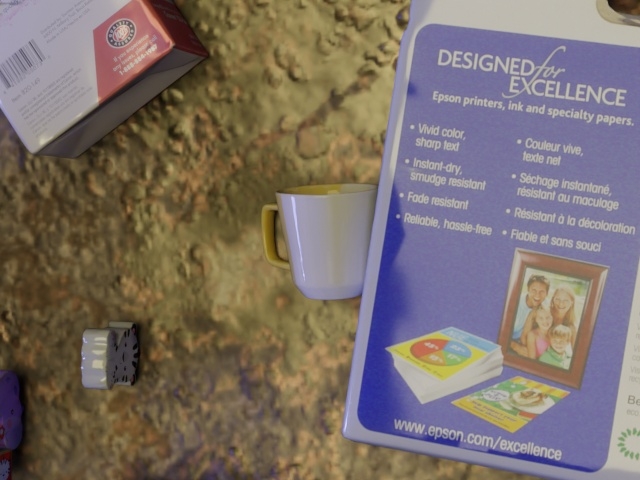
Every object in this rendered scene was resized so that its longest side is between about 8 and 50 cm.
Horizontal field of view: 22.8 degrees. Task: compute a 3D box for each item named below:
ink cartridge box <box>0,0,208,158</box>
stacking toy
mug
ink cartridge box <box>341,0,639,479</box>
[{"bbox_3d":[-0.175,-0.163,0.983,0.115,0.067,0.198,-35,82,13],"label":"ink cartridge box"},{"bbox_3d":[-0.204,0.147,1.002,0.167,0.052,0.221,4,93,17],"label":"stacking toy"},{"bbox_3d":[0.004,0.000,0.943,0.062,0.078,0.064,-6,98,-16],"label":"mug"},{"bbox_3d":[0.183,-0.013,0.881,0.304,0.072,0.307,10,90,17],"label":"ink cartridge box"}]
